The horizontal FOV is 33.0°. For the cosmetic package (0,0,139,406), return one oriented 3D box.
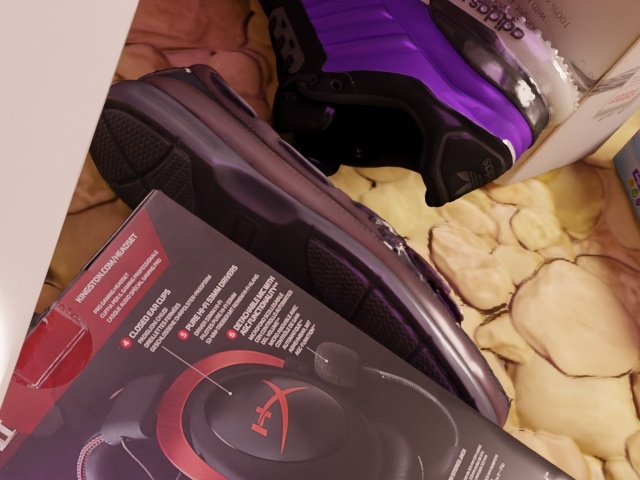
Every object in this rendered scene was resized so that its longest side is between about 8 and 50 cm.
[{"bbox_3d":[-0.211,0.000,0.413,0.155,0.197,0.365,36,43,-33],"label":"cosmetic package"}]

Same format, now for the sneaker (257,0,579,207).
[{"bbox_3d":[0.007,-0.124,0.700,0.293,0.102,0.146,38,77,27],"label":"sneaker"}]

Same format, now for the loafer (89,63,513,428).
[{"bbox_3d":[0.000,0.000,0.629,0.302,0.109,0.095,41,48,9],"label":"loafer"}]

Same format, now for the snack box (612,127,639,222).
[{"bbox_3d":[0.344,-0.006,0.805,0.207,0.070,0.174,1,57,-23],"label":"snack box"}]

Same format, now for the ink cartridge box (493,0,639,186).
[{"bbox_3d":[0.170,-0.203,0.722,0.117,0.283,0.207,-19,69,-35],"label":"ink cartridge box"}]

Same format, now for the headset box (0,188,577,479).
[{"bbox_3d":[-0.054,0.131,0.511,0.293,0.110,0.218,34,52,0],"label":"headset box"}]
